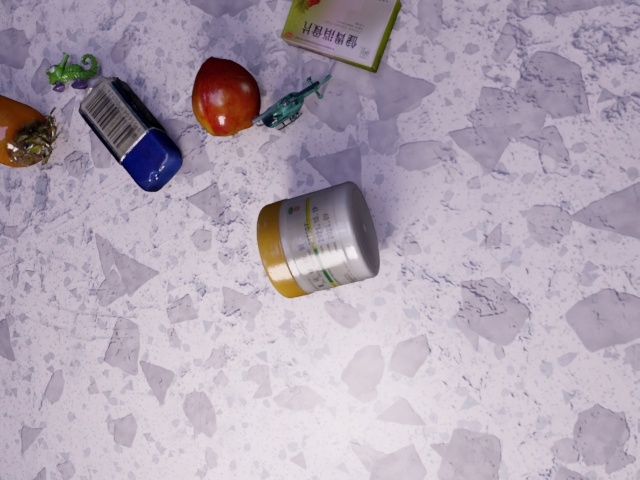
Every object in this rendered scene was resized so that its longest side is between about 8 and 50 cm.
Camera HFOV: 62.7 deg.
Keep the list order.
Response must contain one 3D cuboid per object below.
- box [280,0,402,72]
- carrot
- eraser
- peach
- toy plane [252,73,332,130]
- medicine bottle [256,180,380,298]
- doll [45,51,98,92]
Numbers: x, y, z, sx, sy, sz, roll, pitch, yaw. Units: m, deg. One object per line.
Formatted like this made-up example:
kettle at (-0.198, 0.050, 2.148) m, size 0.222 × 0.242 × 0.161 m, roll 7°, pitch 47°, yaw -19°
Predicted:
box at (0.048, -0.545, 1.307) m, size 0.260 × 0.062 × 0.175 m, roll 23°, pitch 99°, yaw 15°
carrot at (-0.915, -0.320, 1.566) m, size 0.331 × 0.214 × 0.193 m, roll 24°, pitch 117°, yaw 19°
eraser at (-0.533, -0.305, 1.488) m, size 0.155 × 0.101 × 0.332 m, roll -43°, pitch 80°, yaw 13°
peach at (-0.244, -0.371, 1.347) m, size 0.197 × 0.197 × 0.197 m, roll 1°, pitch 92°, yaw 18°
toy plane at (-0.070, -0.353, 1.339) m, size 0.235 × 0.096 × 0.060 m, roll -33°, pitch 84°, yaw -2°
medicine bottle at (0.000, 0.000, 1.249) m, size 0.232 × 0.238 × 0.238 m, roll -15°, pitch 87°, yaw 18°
doll at (-0.745, -0.508, 1.577) m, size 0.190 × 0.050 × 0.115 m, roll 0°, pitch 99°, yaw 17°
